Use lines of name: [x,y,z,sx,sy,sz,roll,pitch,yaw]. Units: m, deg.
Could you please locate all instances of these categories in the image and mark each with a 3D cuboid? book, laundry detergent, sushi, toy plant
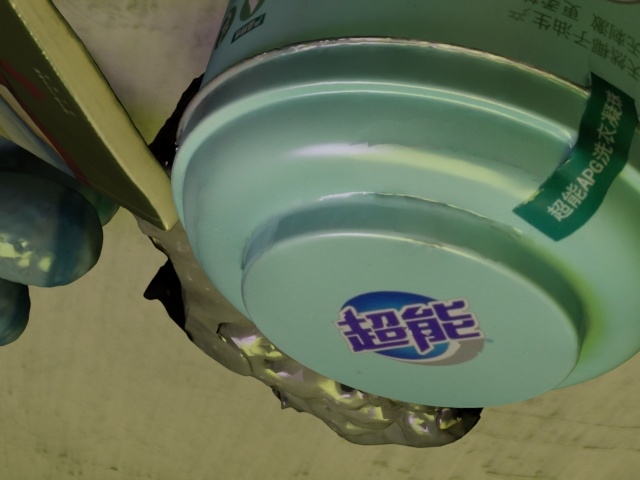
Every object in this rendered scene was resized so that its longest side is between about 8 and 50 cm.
book: [-0.208,-0.120,0.919,0.289,0.026,0.201,27,158,40]
laundry detergent: [0.078,-0.082,0.887,0.287,0.305,0.287,11,150,7]
sushi: [0.000,0.000,1.175,0.234,0.207,0.348,5,145,40]
toy plant: [-0.287,-0.035,1.190,0.332,0.247,0.247,-1,167,-44]
